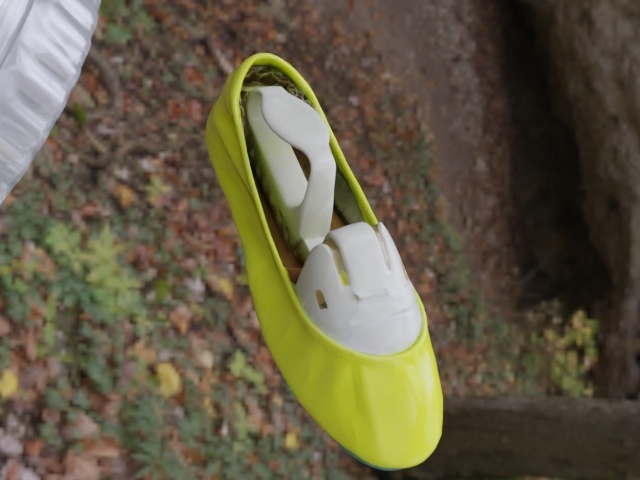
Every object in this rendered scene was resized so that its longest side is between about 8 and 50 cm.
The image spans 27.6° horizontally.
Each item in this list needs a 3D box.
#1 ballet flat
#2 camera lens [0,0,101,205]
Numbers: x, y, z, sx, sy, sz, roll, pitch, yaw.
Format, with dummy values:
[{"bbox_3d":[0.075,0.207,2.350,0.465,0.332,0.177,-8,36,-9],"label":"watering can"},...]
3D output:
[{"bbox_3d":[0.000,0.000,0.638,0.231,0.077,0.077,65,-28,30],"label":"ballet flat"},{"bbox_3d":[-0.242,-0.114,0.449,0.274,0.219,0.219,39,49,-37],"label":"camera lens"}]
